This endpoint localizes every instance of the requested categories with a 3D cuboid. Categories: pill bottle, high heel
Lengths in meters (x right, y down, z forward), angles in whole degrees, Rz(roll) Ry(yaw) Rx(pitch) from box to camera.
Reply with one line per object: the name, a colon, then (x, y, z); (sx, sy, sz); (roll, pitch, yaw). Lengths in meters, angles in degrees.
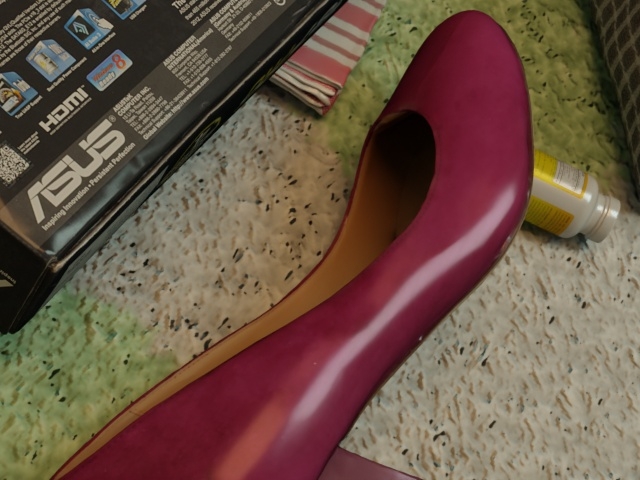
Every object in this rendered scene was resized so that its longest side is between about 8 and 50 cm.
pill bottle: (0.143, -0.029, 0.822); (0.083, 0.043, 0.043); (25, 54, -6)
high heel: (0.000, 0.000, 0.690); (0.181, 0.127, 0.377); (25, 56, -18)

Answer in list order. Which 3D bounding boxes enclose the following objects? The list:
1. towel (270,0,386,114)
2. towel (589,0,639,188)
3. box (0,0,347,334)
towel: (-0.025, -0.180, 0.863); (0.144, 0.029, 0.197); (26, 52, -3)
towel: (0.274, -0.177, 0.819); (0.121, 0.284, 0.235); (6, 57, -17)
box: (-0.151, -0.189, 0.717); (0.318, 0.097, 0.395); (42, 53, -4)
